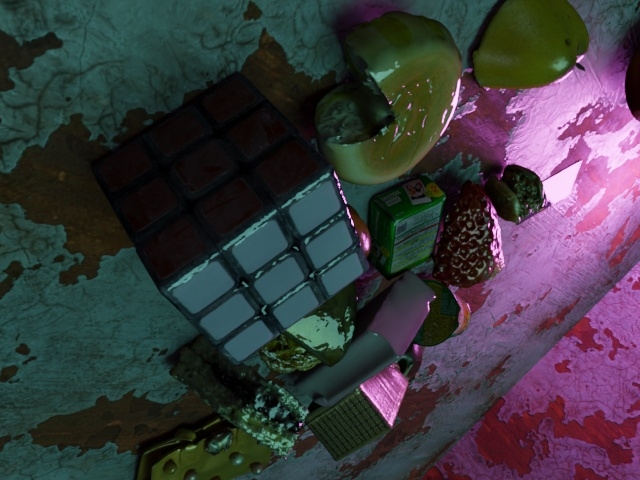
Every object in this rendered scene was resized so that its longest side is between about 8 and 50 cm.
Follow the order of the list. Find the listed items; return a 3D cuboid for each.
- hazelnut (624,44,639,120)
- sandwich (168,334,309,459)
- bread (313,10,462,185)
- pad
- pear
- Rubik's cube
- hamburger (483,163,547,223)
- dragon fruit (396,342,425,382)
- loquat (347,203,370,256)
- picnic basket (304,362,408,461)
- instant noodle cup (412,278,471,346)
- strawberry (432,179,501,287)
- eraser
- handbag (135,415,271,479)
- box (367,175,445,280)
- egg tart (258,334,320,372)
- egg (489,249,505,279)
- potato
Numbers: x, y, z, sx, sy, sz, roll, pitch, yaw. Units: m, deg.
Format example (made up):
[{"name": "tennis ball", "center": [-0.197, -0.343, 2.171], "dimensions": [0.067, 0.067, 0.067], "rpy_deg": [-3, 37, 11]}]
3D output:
[{"name": "hazelnut", "center": [1.031, -0.449, 1.601], "dimensions": [0.409, 0.359, 0.359], "rpy_deg": [3, 128, -55]}, {"name": "sandwich", "center": [-0.168, 0.374, 1.392], "dimensions": [0.131, 0.325, 0.262], "rpy_deg": [-52, 146, -16]}, {"name": "bread", "center": [0.120, -0.260, 1.105], "dimensions": [0.332, 0.160, 0.333], "rpy_deg": [-25, 144, -20]}, {"name": "pad", "center": [0.751, -0.157, 1.945], "dimensions": [0.245, 0.006, 0.170], "rpy_deg": [-27, 143, -17]}, {"name": "pear", "center": [0.469, -0.409, 1.260], "dimensions": [0.266, 0.178, 0.267], "rpy_deg": [-22, 137, -22]}, {"name": "Rubik's cube", "center": [-0.137, -0.030, 0.993], "dimensions": [0.303, 0.305, 0.301], "rpy_deg": [-34, 144, -7]}, {"name": "hamburger", "center": [0.534, -0.117, 1.654], "dimensions": [0.131, 0.159, 0.185], "rpy_deg": [-36, 125, -13]}, {"name": "dragon fruit", "center": [0.249, 0.412, 2.003], "dimensions": [0.295, 0.130, 0.268], "rpy_deg": [-51, 149, 14]}, {"name": "loquat", "center": [-0.005, 0.000, 1.255], "dimensions": [0.213, 0.213, 0.213], "rpy_deg": [-25, 142, -21]}, {"name": "picnic basket", "center": [0.105, 0.463, 1.764], "dimensions": [0.228, 0.175, 0.313], "rpy_deg": [-38, 180, 23]}, {"name": "instant noodle cup", "center": [0.376, 0.234, 1.870], "dimensions": [0.207, 0.207, 0.232], "rpy_deg": [-50, 151, 13]}, {"name": "strawberry", "center": [0.409, -0.008, 1.575], "dimensions": [0.265, 0.149, 0.336], "rpy_deg": [-56, 156, -25]}, {"name": "eraser", "center": [0.114, 0.265, 1.548], "dimensions": [0.359, 0.122, 0.272], "rpy_deg": [-48, 180, 41]}, {"name": "handbag", "center": [-0.320, 0.621, 1.707], "dimensions": [0.400, 0.133, 0.283], "rpy_deg": [-13, 132, -34]}, {"name": "box", "center": [0.215, -0.029, 1.500], "dimensions": [0.180, 0.103, 0.250], "rpy_deg": [-25, 141, -21]}, {"name": "egg tart", "center": [-0.069, 0.203, 1.449], "dimensions": [0.252, 0.098, 0.232], "rpy_deg": [-41, 105, -29]}, {"name": "egg", "center": [0.523, 0.064, 1.877], "dimensions": [0.140, 0.118, 0.116], "rpy_deg": [10, 139, -38]}, {"name": "potato", "center": [-0.052, 0.156, 1.349], "dimensions": [0.255, 0.112, 0.270], "rpy_deg": [7, 84, -30]}]
